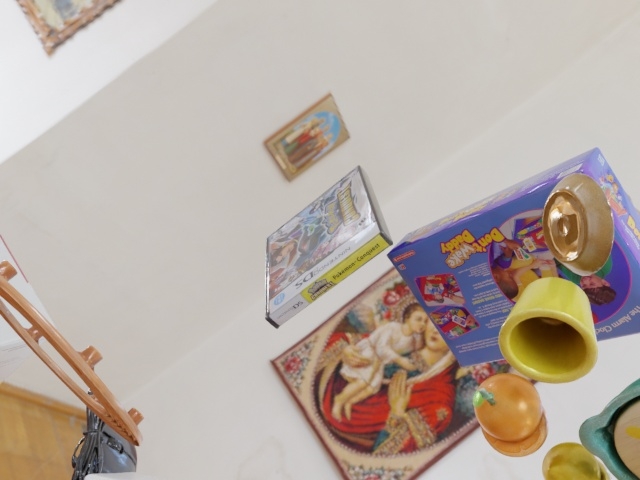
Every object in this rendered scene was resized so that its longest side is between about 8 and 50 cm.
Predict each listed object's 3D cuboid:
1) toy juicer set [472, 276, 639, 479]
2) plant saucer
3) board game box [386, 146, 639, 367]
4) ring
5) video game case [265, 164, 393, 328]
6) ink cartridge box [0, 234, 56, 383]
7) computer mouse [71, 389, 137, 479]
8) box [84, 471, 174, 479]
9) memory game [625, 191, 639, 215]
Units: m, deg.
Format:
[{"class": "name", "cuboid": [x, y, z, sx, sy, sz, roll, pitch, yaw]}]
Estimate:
[{"class": "toy juicer set", "cuboid": [0.272, 0.180, 0.448, 0.328, 0.089, 0.209, 25, -52, 12]}, {"class": "plant saucer", "cuboid": [0.203, -0.012, 0.463, 0.083, 0.015, 0.084, 174, -90, -79]}, {"class": "board game box", "cuboid": [0.293, 0.047, 0.838, 0.347, 0.078, 0.233, -27, -81, 48]}, {"class": "ring", "cuboid": [-0.342, 0.136, 0.739, 0.336, 0.032, 0.337, 32, -32, 23]}, {"class": "video game case", "cuboid": [0.000, 0.000, 1.035, 0.035, 0.248, 0.275, 45, 17, -26]}, {"class": "ink cartridge box", "cuboid": [-0.802, 0.201, 1.234, 0.279, 0.384, 0.160, 54, 20, 9]}, {"class": "computer mouse", "cuboid": [-0.383, 0.405, 1.051, 0.272, 0.072, 0.189, 99, -12, -50]}, {"class": "box", "cuboid": [-0.168, 0.277, 0.550, 0.102, 0.101, 0.087, 56, 42, -66]}, {"class": "memory game", "cuboid": [0.459, -0.061, 0.929, 0.186, 0.186, 0.012, 53, -45, 17]}]
